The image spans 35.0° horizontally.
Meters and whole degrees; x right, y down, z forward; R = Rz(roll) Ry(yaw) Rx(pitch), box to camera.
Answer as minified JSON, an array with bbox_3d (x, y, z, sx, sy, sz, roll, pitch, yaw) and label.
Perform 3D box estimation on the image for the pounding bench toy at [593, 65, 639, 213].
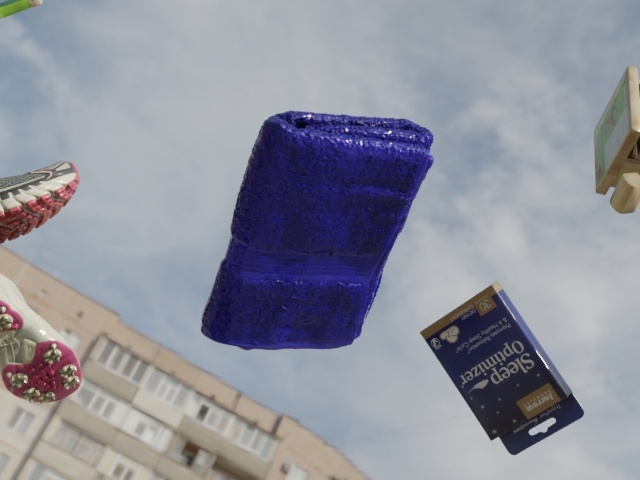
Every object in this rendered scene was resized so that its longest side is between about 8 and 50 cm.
[{"bbox_3d":[0.189,-0.042,0.550,0.065,0.083,0.052,13,-40,-1],"label":"pounding bench toy"}]

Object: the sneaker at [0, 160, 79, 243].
[{"bbox_3d":[-0.446,-0.050,1.251,0.121,0.299,0.112,133,-62,-68],"label":"sneaker"}]

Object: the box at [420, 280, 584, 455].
[{"bbox_3d":[0.260,0.188,1.454,0.136,0.036,0.225,-37,-98,25],"label":"box"}]

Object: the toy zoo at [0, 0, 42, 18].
[{"bbox_3d":[-0.540,-0.347,1.321,0.293,0.030,0.192,-20,-58,1],"label":"toy zoo"}]

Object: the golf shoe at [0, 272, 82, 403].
[{"bbox_3d":[-0.445,0.125,1.478,0.115,0.140,0.306,-27,-41,-2],"label":"golf shoe"}]

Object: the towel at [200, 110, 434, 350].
[{"bbox_3d":[0.000,0.000,1.194,0.228,0.076,0.308,-1,-55,-31],"label":"towel"}]
